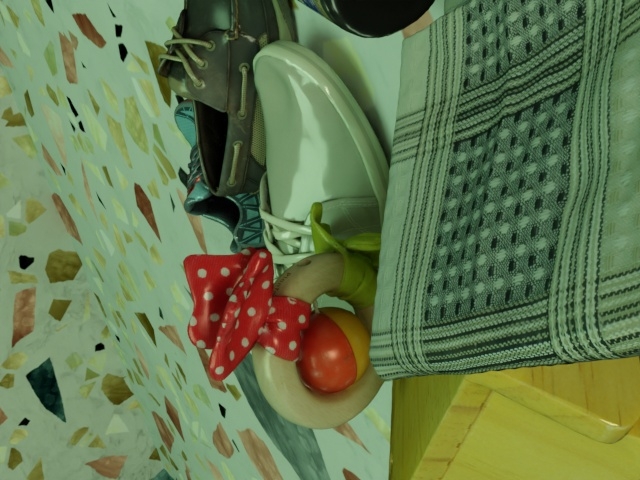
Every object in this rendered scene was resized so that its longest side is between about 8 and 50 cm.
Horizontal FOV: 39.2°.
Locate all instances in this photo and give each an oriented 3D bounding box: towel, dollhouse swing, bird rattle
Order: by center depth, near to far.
[{"bbox_3d":[0.125,-0.080,0.562,0.312,0.056,0.324,154,130,-66],"label":"towel"},{"bbox_3d":[0.236,0.130,0.781,0.347,0.304,0.315,99,178,-54],"label":"dollhouse swing"},{"bbox_3d":[0.000,0.077,0.827,0.143,0.253,0.207,-3,112,40],"label":"bird rattle"}]

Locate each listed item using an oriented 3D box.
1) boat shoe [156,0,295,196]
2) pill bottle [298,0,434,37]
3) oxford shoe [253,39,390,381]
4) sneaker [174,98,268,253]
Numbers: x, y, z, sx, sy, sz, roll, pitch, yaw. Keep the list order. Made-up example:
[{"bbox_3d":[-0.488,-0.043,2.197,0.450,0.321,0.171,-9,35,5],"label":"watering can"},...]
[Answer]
[{"bbox_3d":[-0.108,-0.198,1.020,0.132,0.130,0.355,31,141,48],"label":"boat shoe"},{"bbox_3d":[-0.001,-0.261,0.750,0.219,0.122,0.123,44,150,43],"label":"pill bottle"},{"bbox_3d":[0.000,0.000,1.009,0.169,0.130,0.449,25,137,48],"label":"oxford shoe"},{"bbox_3d":[-0.136,-0.090,1.193,0.262,0.125,0.104,50,153,24],"label":"sneaker"}]
